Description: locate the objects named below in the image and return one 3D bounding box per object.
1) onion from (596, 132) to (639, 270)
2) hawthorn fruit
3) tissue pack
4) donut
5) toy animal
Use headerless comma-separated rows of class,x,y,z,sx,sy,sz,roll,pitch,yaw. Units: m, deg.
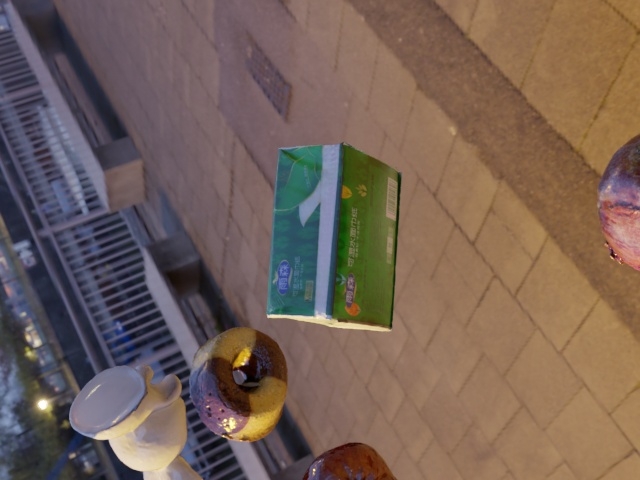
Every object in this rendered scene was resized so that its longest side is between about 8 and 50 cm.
onion,0.378,-0.036,0.770,0.195,0.159,0.159,17,129,48
hawthorn fruit,0.020,0.201,0.592,0.093,0.093,0.093,50,153,36
tissue pack,-0.001,0.001,0.968,0.156,0.148,0.209,-1,80,32
donut,-0.124,0.221,1.243,0.073,0.166,0.184,-52,20,45
toy animal,-0.196,0.251,0.965,0.104,0.130,0.220,-8,128,30
